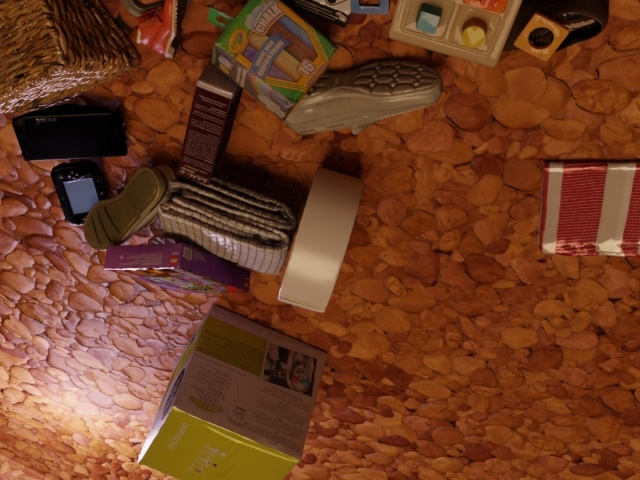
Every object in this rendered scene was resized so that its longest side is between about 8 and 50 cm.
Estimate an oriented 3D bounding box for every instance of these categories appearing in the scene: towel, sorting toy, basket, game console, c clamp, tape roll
[{"bbox_3d":[0.599,-0.056,1.532,0.329,0.037,0.237,3,134,14],"label":"towel"},{"bbox_3d":[0.212,-0.359,1.196,0.348,0.047,0.196,16,136,1],"label":"sorting toy"},{"bbox_3d":[-0.194,-0.038,1.667,0.284,0.121,0.235,20,165,-2],"label":"towel"},{"bbox_3d":[-0.542,-0.380,1.494,0.299,0.223,0.213,-16,95,29],"label":"basket"},{"bbox_3d":[-0.521,-0.155,1.713,0.213,0.044,0.361,-4,143,-6],"label":"game console"},{"bbox_3d":[-0.315,-0.458,1.400,0.161,0.022,0.137,-3,134,18],"label":"c clamp"},{"bbox_3d":[0.000,0.000,1.579,0.100,0.286,0.286,17,136,-2],"label":"tape roll"}]

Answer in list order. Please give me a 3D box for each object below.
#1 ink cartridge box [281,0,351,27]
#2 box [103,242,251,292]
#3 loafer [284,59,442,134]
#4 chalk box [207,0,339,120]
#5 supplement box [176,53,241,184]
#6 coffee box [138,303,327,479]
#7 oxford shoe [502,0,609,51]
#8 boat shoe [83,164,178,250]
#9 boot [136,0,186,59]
[{"bbox_3d":[-0.035,-0.443,1.318,0.207,0.046,0.097,21,134,-4],"label":"ink cartridge box"},{"bbox_3d":[-0.318,0.068,1.789,0.201,0.057,0.293,-2,165,26],"label":"box"},{"bbox_3d":[0.073,-0.254,1.439,0.320,0.112,0.111,0,139,27],"label":"loafer"},{"bbox_3d":[-0.099,-0.331,1.343,0.213,0.132,0.132,39,172,-6],"label":"chalk box"},{"bbox_3d":[-0.207,-0.238,1.512,0.073,0.130,0.239,20,135,-3],"label":"supplement box"},{"bbox_3d":[-0.229,0.437,2.045,0.338,0.334,0.337,25,135,-9],"label":"coffee box"},{"bbox_3d":[0.348,-0.344,1.273,0.227,0.096,0.082,-10,132,26],"label":"oxford shoe"},{"bbox_3d":[-0.411,-0.066,1.745,0.302,0.103,0.113,-30,82,36],"label":"boat shoe"},{"bbox_3d":[-0.291,-0.397,1.415,0.085,0.059,0.158,21,145,-8],"label":"boot"}]
